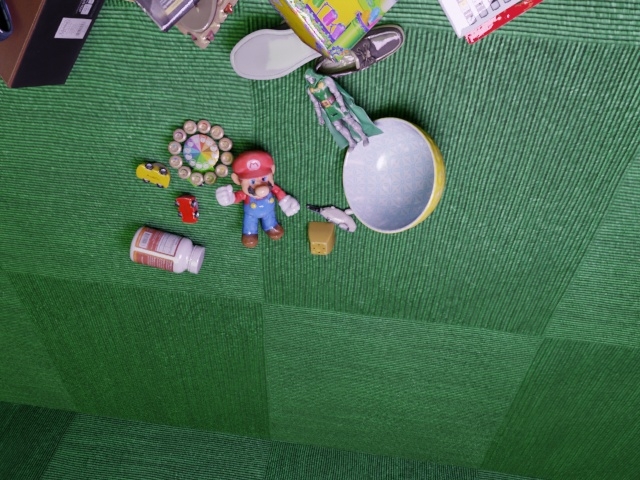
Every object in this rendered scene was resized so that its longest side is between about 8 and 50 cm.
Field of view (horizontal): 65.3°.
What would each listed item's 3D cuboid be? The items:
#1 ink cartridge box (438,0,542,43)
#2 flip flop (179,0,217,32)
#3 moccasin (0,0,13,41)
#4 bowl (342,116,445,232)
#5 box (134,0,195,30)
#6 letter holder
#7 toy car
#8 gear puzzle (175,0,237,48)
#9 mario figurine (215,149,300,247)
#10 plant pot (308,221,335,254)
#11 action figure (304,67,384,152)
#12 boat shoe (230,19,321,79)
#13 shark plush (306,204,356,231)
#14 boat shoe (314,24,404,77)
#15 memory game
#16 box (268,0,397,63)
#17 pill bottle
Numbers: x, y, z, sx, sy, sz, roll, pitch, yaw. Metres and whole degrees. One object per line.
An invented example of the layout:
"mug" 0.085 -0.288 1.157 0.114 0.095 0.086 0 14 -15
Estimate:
"ink cartridge box" 0.377 -0.557 0.975 0.310 0.130 0.272 -27 122 28
"flip flop" -0.268 -0.579 1.045 0.113 0.080 0.276 16 127 -4
"moccasin" -0.703 -0.583 1.009 0.117 0.137 0.341 7 125 24
"bowl" 0.215 -0.168 1.294 0.156 0.289 0.289 -8 148 -45
"box" -0.248 -0.623 0.861 0.395 0.097 0.318 -42 112 5
"letter holder" -0.668 -0.541 1.154 0.302 0.152 0.214 -40 88 34
"toy car" -0.391 -0.178 1.478 0.225 0.053 0.239 -25 122 27
"gear puzzle" -0.235 -0.608 1.099 0.176 0.044 0.339 37 123 -18
"mario figurine" -0.174 -0.107 1.413 0.170 0.198 0.320 21 139 21
"plant pot" 0.000 0.000 1.540 0.081 0.083 0.081 3 131 7
"action figure" 0.034 -0.319 1.208 0.137 0.063 0.232 -18 126 37
"boat shoe" -0.061 -0.455 1.159 0.303 0.091 0.114 -8 118 16
"shark plush" 0.032 -0.064 1.503 0.162 0.073 0.067 11 161 -6
"boat shoe" 0.088 -0.430 1.167 0.224 0.073 0.080 -13 129 22
"memory game" -0.332 -0.243 1.389 0.187 0.012 0.186 1 105 2
"box" 0.010 -0.520 0.839 0.279 0.177 0.290 -44 132 7
"pill bottle" -0.497 0.037 1.632 0.216 0.121 0.121 16 131 -4
